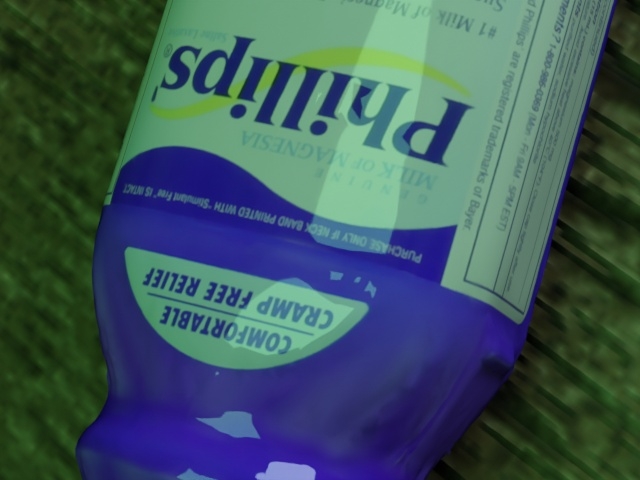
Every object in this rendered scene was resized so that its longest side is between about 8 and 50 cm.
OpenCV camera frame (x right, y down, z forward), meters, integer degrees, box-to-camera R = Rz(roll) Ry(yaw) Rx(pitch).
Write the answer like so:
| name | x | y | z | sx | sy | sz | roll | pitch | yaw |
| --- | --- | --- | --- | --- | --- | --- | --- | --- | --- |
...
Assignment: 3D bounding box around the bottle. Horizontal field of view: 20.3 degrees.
| name | x | y | z | sx | sy | sz | roll | pitch | yaw |
| --- | --- | --- | --- | --- | --- | --- | --- | --- | --- |
| bottle | 0.000 | 0.000 | 0.479 | 0.118 | 0.092 | 0.283 | 14 | 82 | 25 |
